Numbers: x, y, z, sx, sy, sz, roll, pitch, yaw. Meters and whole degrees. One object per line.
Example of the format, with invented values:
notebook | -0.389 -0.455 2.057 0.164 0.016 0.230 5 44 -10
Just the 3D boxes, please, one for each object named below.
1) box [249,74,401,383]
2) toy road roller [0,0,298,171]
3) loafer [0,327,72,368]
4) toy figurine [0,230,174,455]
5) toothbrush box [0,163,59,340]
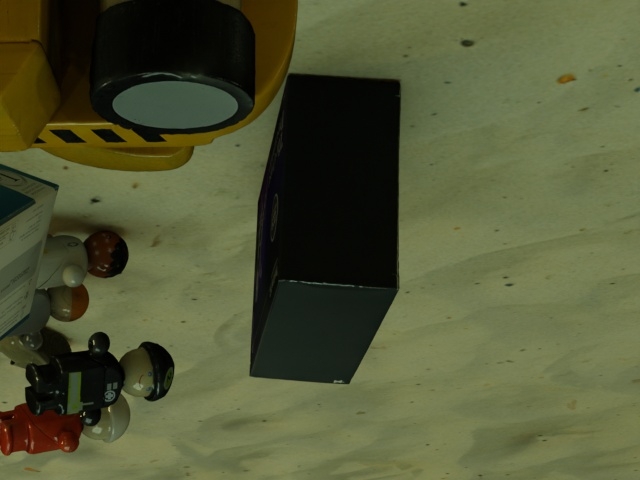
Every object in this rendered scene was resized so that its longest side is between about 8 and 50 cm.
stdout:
box | 0.000 0.000 1.257 0.103 0.184 0.261 2 157 -7
toy road roller | -0.179 -0.138 0.892 0.329 0.203 0.240 -1 163 -3
loafer | -0.347 0.133 1.762 0.050 0.056 0.148 -7 147 17
toy figurine | -0.256 0.102 1.482 0.148 0.210 0.213 -7 157 -29
toothbrush box | -0.375 -0.009 1.055 0.295 0.126 0.216 21 -159 6
